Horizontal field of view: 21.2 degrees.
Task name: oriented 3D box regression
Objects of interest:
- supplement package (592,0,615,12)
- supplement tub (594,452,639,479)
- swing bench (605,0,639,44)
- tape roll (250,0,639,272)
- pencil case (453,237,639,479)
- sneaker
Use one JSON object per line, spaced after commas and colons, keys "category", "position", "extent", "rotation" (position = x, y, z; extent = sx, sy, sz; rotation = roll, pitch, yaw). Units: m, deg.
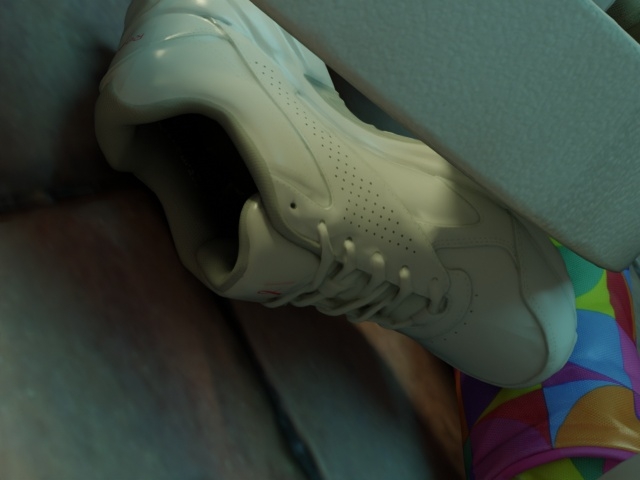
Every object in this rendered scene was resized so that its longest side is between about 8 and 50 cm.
{"category": "supplement package", "position": [0.064, -0.281, 0.849], "extent": [0.293, 0.175, 0.177], "rotation": [37, 5, -32]}
{"category": "supplement tub", "position": [0.187, 0.238, 0.575], "extent": [0.228, 0.228, 0.316], "rotation": [38, 32, -35]}
{"category": "swing bench", "position": [0.167, -0.247, 1.131], "extent": [0.253, 0.165, 0.255], "rotation": [49, 3, -16]}
{"category": "tape roll", "position": [-0.003, -0.138, 0.682], "extent": [0.392, 0.072, 0.392], "rotation": [39, 9, -7]}
{"category": "pencil case", "position": [0.107, 0.040, 0.805], "extent": [0.104, 0.104, 0.236], "rotation": [39, 33, -32]}
{"category": "sneaker", "position": [0.000, 0.000, 0.681], "extent": [0.232, 0.090, 0.115], "rotation": [36, 41, -9]}
